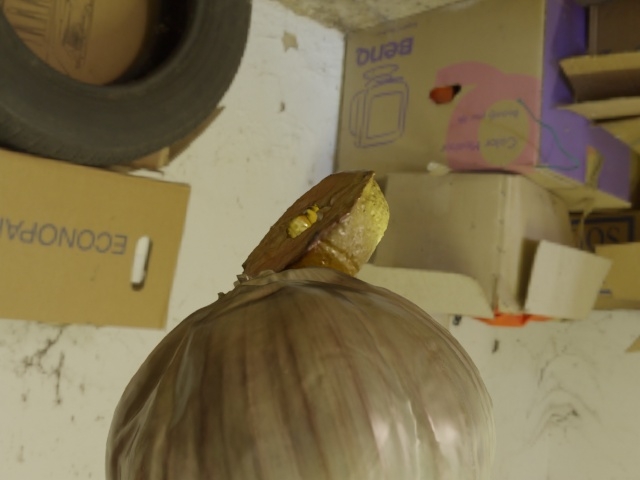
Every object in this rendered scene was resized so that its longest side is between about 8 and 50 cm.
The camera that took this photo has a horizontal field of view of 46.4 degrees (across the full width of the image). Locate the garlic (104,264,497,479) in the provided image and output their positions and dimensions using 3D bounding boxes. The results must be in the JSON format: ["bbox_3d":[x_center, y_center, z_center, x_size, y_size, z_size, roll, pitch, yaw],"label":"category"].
[{"bbox_3d":[-0.012,0.147,0.588,0.317,0.260,0.317,-12,165,-3],"label":"garlic"}]

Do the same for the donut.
[{"bbox_3d":[0.000,0.000,0.739,0.065,0.162,0.178,46,178,-15],"label":"donut"}]
